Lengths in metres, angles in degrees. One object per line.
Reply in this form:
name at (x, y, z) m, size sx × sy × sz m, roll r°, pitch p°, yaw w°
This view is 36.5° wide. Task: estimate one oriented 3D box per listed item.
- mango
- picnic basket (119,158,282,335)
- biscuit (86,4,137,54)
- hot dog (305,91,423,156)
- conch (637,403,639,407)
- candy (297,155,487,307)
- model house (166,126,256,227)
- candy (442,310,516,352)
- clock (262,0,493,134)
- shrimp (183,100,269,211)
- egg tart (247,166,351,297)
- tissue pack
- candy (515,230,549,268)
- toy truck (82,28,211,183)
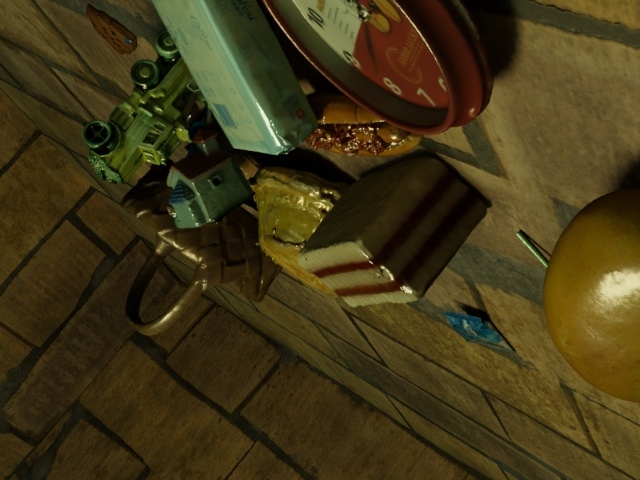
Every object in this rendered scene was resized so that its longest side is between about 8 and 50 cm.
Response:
mango at (0.339, 0.055, 1.010) m, size 0.211 × 0.173 × 0.317 m, roll 33°, pitch 159°, yaw 21°
picnic basket at (-0.266, 0.045, 1.874) m, size 0.337 × 0.337 × 0.293 m, roll 46°, pitch 172°, yaw -27°
biscuit at (-0.380, -0.381, 1.788) m, size 0.130 × 0.019 × 0.119 m, roll 24°, pitch 160°, yaw 46°
hot dog at (0.041, -0.150, 1.314) m, size 0.102 × 0.076 × 0.249 m, roll 44°, pitch 165°, yaw -32°
conch at (0.523, 0.250, 1.349) m, size 0.109 × 0.093 × 0.330 m, roll 26°, pitch -168°, yaw -21°
candy at (0.093, -0.008, 1.413) m, size 0.135 × 0.179 × 0.321 m, roll 41°, pitch 167°, yaw -8°
model house at (-0.202, -0.114, 1.635) m, size 0.119 × 0.148 × 0.148 m, roll 4°, pitch 119°, yaw 48°
candy at (0.290, 0.166, 1.767) m, size 0.088 × 0.038 × 0.136 m, roll 3°, pitch 151°, yaw 45°
clock at (0.050, -0.239, 1.004) m, size 0.318 × 0.080 × 0.318 m, roll 41°, pitch 169°, yaw 10°
shrimp at (-0.161, -0.148, 1.808) m, size 0.221 × 0.110 × 0.445 m, roll 28°, pitch 167°, yaw 18°
egg tart at (0.001, 0.001, 1.718) m, size 0.341 × 0.132 × 0.341 m, roll 28°, pitch 161°, yaw 10°
tissue pack at (-0.117, -0.248, 1.299) m, size 0.177 × 0.089 × 0.263 m, roll 15°, pitch 137°, yaw 58°
candy at (0.330, 0.060, 1.314) m, size 0.194 × 0.062 × 0.058 m, roll 49°, pitch -150°, yaw -3°
toy truck at (-0.257, -0.198, 1.542) m, size 0.135 × 0.259 × 0.128 m, roll 37°, pitch 166°, yaw 9°
